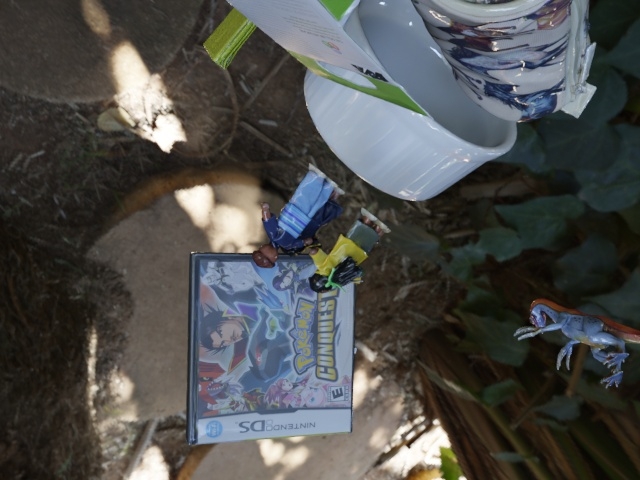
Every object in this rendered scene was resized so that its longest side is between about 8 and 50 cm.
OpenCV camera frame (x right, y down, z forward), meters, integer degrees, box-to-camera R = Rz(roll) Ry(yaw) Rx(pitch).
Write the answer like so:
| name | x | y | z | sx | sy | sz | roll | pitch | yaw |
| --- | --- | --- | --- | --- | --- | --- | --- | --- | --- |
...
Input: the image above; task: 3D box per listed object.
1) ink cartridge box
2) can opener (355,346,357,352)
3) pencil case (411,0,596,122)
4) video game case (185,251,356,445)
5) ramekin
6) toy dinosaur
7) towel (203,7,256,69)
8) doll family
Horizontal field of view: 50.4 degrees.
| name | x | y | z | sx | sy | sz | roll | pitch | yaw |
| --- | --- | --- | --- | --- | --- | --- | --- | --- | --- |
| ink cartridge box | -0.010 | -0.222 | 0.552 | 0.255 | 0.189 | 0.097 | 33 | 91 | -43 |
| can opener | -0.051 | 0.176 | 1.218 | 0.284 | 0.076 | 0.095 | 30 | 59 | -33 |
| pencil case | 0.188 | -0.230 | 0.650 | 0.159 | 0.184 | 0.410 | -67 | 162 | 5 |
| video game case | -0.070 | 0.155 | 1.004 | 0.249 | 0.035 | 0.274 | 1 | 92 | -18 |
| ramekin | 0.111 | -0.186 | 0.893 | 0.277 | 0.277 | 0.135 | 10 | 141 | -39 |
| toy dinosaur | 0.185 | 0.064 | 0.481 | 0.090 | 0.082 | 0.047 | -27 | 129 | 4 |
| towel | -0.042 | -0.292 | 0.748 | 0.021 | 0.102 | 0.237 | 38 | 101 | -28 |
| doll family | 0.000 | 0.000 | 0.711 | 0.193 | 0.076 | 0.111 | 37 | 94 | -35 |
